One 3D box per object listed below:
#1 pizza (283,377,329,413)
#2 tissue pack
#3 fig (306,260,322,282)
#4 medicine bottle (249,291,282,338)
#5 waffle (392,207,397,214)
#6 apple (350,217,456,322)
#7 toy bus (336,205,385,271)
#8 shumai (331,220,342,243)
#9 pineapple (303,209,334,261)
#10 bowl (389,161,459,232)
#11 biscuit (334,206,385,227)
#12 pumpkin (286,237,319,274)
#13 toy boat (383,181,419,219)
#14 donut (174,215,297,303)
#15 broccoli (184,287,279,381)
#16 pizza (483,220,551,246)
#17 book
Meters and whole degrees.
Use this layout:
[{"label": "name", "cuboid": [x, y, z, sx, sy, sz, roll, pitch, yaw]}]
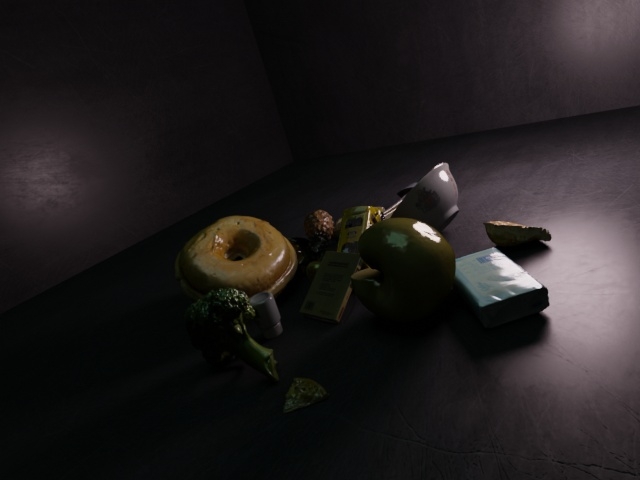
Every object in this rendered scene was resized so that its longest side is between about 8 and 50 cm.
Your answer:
[{"label": "pizza", "cuboid": [-0.047, 0.371, 1.017, 0.122, 0.027, 0.108, 5, 32, 46]}, {"label": "tissue pack", "cuboid": [0.464, 0.122, 1.160, 0.177, 0.089, 0.263, -18, 22, 1]}, {"label": "fig", "cuboid": [0.022, 0.125, 1.574, 0.166, 0.094, 0.093, 18, -8, -42]}, {"label": "medicine bottle", "cuboid": [-0.167, 0.232, 1.323, 0.080, 0.131, 0.080, -14, 19, 5]}, {"label": "waffle", "cuboid": [0.361, -0.132, 1.786, 0.148, 0.042, 0.102, -40, -18, -14]}, {"label": "apple", "cuboid": [0.228, 0.079, 1.183, 0.253, 0.292, 0.291, -9, 12, -34]}, {"label": "toy bus", "cuboid": [0.144, -0.010, 1.549, 0.145, 0.151, 0.332, -10, 47, 25]}, {"label": "shumai", "cuboid": [0.111, -0.017, 1.773, 0.145, 0.116, 0.146, -33, 17, 12]}, {"label": "pineapple", "cuboid": [0.001, 0.000, 1.683, 0.128, 0.128, 0.248, -14, 51, 9]}, {"label": "bowl", "cuboid": [0.421, -0.114, 1.631, 0.345, 0.346, 0.157, -32, 68, -35]}, {"label": "biscuit", "cuboid": [0.157, -0.086, 1.955, 0.179, 0.084, 0.281, 4, 30, 44]}, {"label": "pumpkin", "cuboid": [-0.060, 0.031, 1.766, 0.149, 0.131, 0.254, -21, 19, -10]}, {"label": "toy boat", "cuboid": [0.430, -0.160, 1.926, 0.275, 0.111, 0.294, 2, 40, 39]}, {"label": "donut", "cuboid": [-0.302, 0.086, 1.563, 0.448, 0.198, 0.449, 4, 41, -3]}, {"label": "broccoli", "cuboid": [-0.235, 0.233, 1.195, 0.301, 0.254, 0.186, -5, 23, 31]}, {"label": "pizza", "cuboid": [0.627, -0.021, 1.429, 0.188, 0.081, 0.204, 5, 9, -6]}, {"label": "book", "cuboid": [0.037, 0.141, 1.371, 0.161, 0.026, 0.231, 5, 63, 44]}]
